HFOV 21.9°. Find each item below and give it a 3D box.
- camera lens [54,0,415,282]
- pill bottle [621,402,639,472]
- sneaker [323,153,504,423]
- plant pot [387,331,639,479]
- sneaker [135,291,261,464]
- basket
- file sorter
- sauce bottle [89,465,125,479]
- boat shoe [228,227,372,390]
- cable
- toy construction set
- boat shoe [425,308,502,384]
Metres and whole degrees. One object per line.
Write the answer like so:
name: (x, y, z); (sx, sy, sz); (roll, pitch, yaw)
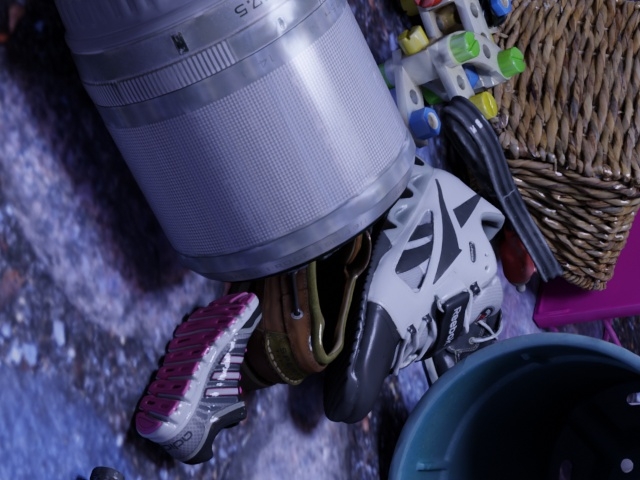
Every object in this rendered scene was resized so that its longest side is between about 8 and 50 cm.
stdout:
camera lens: (-0.065, -0.121, 1.338); (0.274, 0.219, 0.219); (63, 35, -21)
pill bottle: (0.397, 0.323, 1.980); (0.246, 0.136, 0.136); (65, 34, -19)
sneaker: (0.102, 0.054, 1.580); (0.146, 0.122, 0.330); (25, 49, -1)
plant pot: (0.290, 0.263, 1.671); (0.334, 0.341, 0.341); (6, 75, -62)
sneaker: (-0.089, 0.117, 1.366); (0.075, 0.063, 0.170); (57, 42, -29)
basket: (0.272, -0.125, 1.934); (0.223, 0.213, 0.299); (99, 5, -52)
file sorter: (0.440, 0.057, 2.002); (0.182, 0.290, 0.202); (55, 38, -36)
sauce bottle: (-0.172, 0.227, 1.215); (0.042, 0.042, 0.128); (49, 44, -37)
boat shoe: (0.000, 0.000, 1.503); (0.111, 0.104, 0.307); (45, 44, -40)
cable: (0.179, -0.033, 1.719); (0.139, 0.072, 0.287); (50, -3, 30)
toy construction set: (0.118, -0.273, 1.761); (0.215, 0.151, 0.328); (-23, 109, -55)
boat shoe: (0.151, 0.088, 1.737); (0.084, 0.079, 0.233); (-12, 92, -58)
